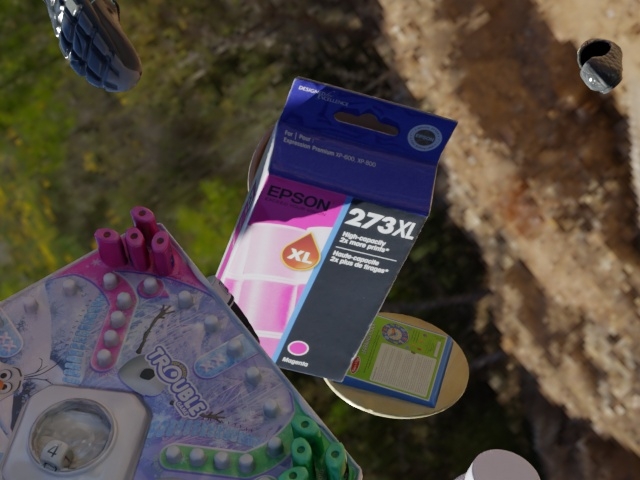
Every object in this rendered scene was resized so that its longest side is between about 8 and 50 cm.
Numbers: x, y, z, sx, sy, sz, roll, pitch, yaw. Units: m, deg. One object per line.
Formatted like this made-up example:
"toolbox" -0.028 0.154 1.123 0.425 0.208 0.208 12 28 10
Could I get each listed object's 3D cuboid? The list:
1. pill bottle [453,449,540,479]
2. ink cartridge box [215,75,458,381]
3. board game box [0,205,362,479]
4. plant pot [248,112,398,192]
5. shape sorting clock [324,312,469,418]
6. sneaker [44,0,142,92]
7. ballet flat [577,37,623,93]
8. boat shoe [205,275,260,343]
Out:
"pill bottle" 0.178 0.322 1.714 0.108 0.108 0.180 41 135 24
"ink cartridge box" 0.000 0.000 1.633 0.175 0.069 0.371 15 131 -11
"board game box" -0.226 0.177 1.392 0.390 0.390 0.050 48 160 36
"plant pot" 0.028 -0.074 2.116 0.237 0.237 0.110 39 173 28
"shape sorting clock" 0.099 0.170 2.092 0.206 0.206 0.040 39 135 29
"sneaker" -0.258 -0.280 1.685 0.267 0.106 0.101 55 148 17
"ballet flat" 0.347 -0.230 1.924 0.049 0.057 0.173 49 -165 -14
"boat shoe" -0.200 0.165 1.561 0.105 0.306 0.113 55 166 -11
